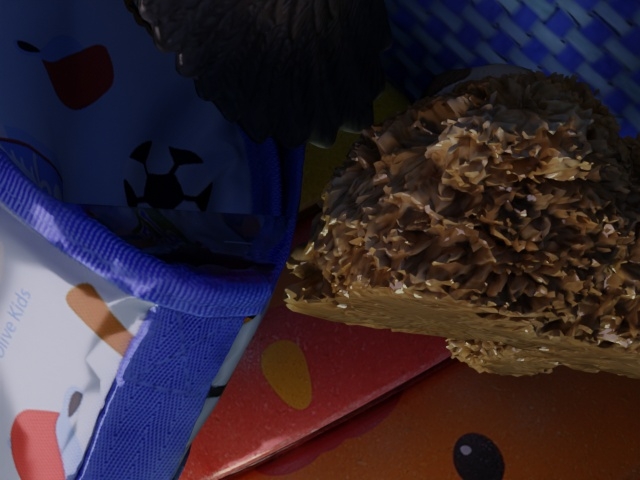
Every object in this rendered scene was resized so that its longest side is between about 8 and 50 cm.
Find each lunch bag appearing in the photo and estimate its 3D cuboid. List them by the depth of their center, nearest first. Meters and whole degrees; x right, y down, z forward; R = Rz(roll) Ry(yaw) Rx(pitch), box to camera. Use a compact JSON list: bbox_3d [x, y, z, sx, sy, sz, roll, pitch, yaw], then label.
[{"bbox_3d":[-0.173,0.017,0.808,0.385,0.239,0.327,55,128,40],"label":"lunch bag"}]

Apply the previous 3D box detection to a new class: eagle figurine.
[{"bbox_3d":[-0.001,-0.211,0.655,0.298,0.225,0.226,55,144,-1],"label":"eagle figurine"}]

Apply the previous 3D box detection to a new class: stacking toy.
[{"bbox_3d":[-0.024,0.015,0.973,0.479,0.351,0.350,59,155,1],"label":"stacking toy"}]

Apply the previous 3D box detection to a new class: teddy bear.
[{"bbox_3d":[0.153,0.005,0.742,0.338,0.113,0.245,11,166,-10],"label":"teddy bear"}]
